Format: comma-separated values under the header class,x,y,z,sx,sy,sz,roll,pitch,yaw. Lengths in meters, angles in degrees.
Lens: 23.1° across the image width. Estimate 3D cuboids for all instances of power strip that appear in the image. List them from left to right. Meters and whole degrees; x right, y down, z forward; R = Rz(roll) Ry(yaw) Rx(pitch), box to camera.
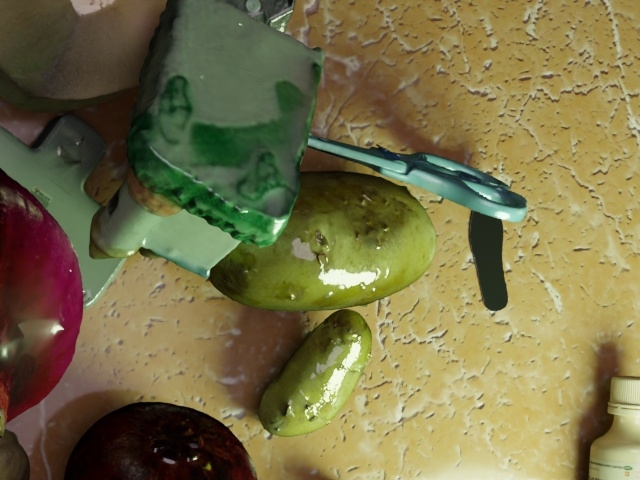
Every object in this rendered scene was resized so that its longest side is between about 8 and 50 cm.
class,x,y,z,sx,sy,sz,roll,pitch,yaw
power strip,-0.332,-0.060,1.853,0.265,0.059,0.194,40,71,-19

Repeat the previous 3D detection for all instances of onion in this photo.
class,x,y,z,sx,sy,sz,roll,pitch,yaw
onion,-0.399,0.102,1.629,0.347,0.385,0.348,-15,133,-17

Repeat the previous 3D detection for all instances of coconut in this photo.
class,x,y,z,sx,sy,sz,roll,pitch,yaw
coconut,-0.287,-0.267,1.776,0.259,0.259,0.259,0,90,-21

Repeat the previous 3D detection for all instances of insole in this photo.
class,x,y,z,sx,sy,sz,roll,pitch,yaw
insole,0.227,0.020,2.099,0.053,0.002,0.153,-11,94,-20

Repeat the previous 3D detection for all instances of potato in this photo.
class,x,y,z,sx,sy,sz,roll,pitch,yaw
potato,-0.002,0.167,1.961,0.105,0.085,0.188,23,104,-48
potato,0.000,0.000,1.911,0.307,0.210,0.173,-4,90,-29

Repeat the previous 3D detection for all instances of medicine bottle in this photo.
class,x,y,z,sx,sy,sz,roll,pitch,yaw
medicine bottle,0.419,0.310,2.111,0.114,0.114,0.252,4,89,-21

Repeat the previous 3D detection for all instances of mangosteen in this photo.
class,x,y,z,sx,sy,sz,roll,pitch,yaw
mangosteen,-0.194,0.326,1.843,0.235,0.235,0.261,4,127,-21

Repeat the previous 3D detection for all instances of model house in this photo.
class,x,y,z,sx,sy,sz,roll,pitch,yaw
model house,-0.168,-0.075,1.765,0.194,0.325,0.267,25,51,-19

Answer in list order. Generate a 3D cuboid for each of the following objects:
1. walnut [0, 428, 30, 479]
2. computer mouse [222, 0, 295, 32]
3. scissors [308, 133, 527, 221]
class,x,y,z,sx,sy,sz,roll,pitch,yaw
walnut,-0.414,0.272,1.786,0.162,0.140,0.140,-39,103,-9
computer mouse,-0.096,-0.355,1.946,0.126,0.071,0.231,-13,84,-6
scissors,0.093,-0.096,1.950,0.392,0.180,0.032,15,104,-24
